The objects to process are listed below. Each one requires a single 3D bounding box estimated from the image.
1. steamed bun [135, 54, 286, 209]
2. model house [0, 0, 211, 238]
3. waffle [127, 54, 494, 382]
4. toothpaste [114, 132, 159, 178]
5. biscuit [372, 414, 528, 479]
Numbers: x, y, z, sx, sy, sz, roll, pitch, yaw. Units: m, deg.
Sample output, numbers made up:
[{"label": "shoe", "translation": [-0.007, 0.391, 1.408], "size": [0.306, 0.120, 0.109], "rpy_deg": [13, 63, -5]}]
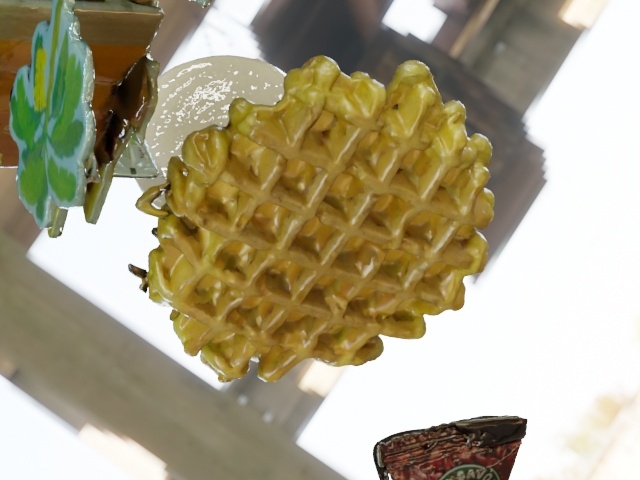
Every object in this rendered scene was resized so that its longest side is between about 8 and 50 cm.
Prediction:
[{"label": "steamed bun", "translation": [-0.116, -0.107, 2.393], "size": [0.232, 0.232, 0.145], "rpy_deg": [-50, -25, -25]}, {"label": "model house", "translation": [-0.161, -0.133, 1.346], "size": [0.242, 0.358, 0.312], "rpy_deg": [-4, -72, -28]}, {"label": "waffle", "translation": [-0.001, -0.008, 1.557], "size": [0.329, 0.062, 0.329], "rpy_deg": [-9, -46, -9]}, {"label": "toothpaste", "translation": [-0.182, -0.107, 1.784], "size": [0.197, 0.048, 0.029], "rpy_deg": [-112, 29, -56]}, {"label": "biscuit", "translation": [0.110, 0.260, 1.872], "size": [0.151, 0.063, 0.235], "rpy_deg": [-15, -45, -26]}]
